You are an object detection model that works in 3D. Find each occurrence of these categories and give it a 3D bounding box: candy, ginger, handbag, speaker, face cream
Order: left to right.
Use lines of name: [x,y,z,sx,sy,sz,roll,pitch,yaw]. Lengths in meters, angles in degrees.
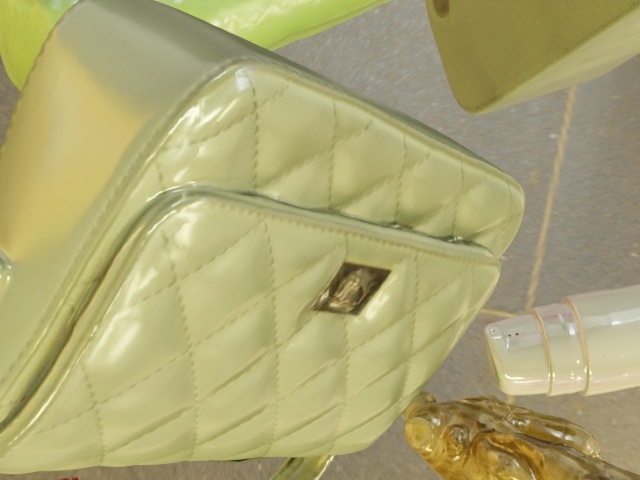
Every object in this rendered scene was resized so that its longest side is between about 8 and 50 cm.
handbag: [-0.036,0.043,0.455,0.079,0.256,0.219,33,101,31]
candy: [-0.060,-0.189,0.900,0.343,0.132,0.142,-25,75,-22]
ginger: [0.121,0.125,0.637,0.176,0.193,0.053,17,93,5]
speaker: [0.283,-0.275,1.272,0.184,0.406,0.183,-13,83,-25]
face cream: [0.330,0.089,1.229,0.345,0.102,0.102,-10,94,-2]

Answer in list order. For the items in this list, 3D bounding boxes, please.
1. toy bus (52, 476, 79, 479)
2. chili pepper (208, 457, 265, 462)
toy bus: [-0.250,0.320,1.211,0.081,0.089,0.195,-11,128,-12]
chili pepper: [-0.096,0.087,1.298,0.256,0.233,0.249,31,104,1]
